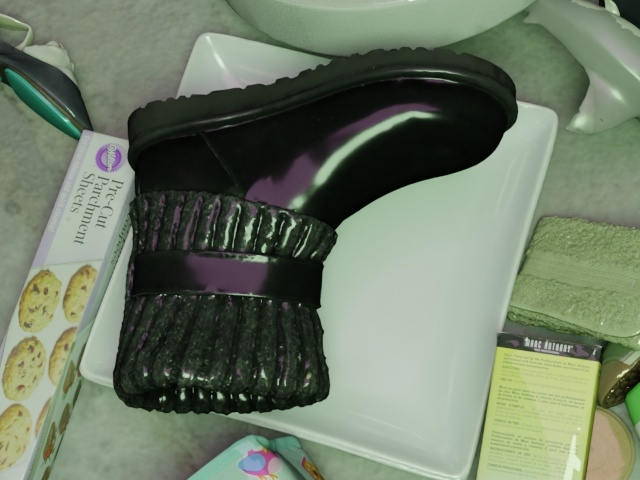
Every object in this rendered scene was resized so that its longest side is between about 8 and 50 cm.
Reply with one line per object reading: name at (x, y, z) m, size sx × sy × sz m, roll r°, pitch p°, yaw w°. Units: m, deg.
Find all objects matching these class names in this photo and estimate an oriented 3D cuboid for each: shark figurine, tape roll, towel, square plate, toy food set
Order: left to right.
square plate at (0.004, 0.006, 1.119) m, size 0.344 × 0.049 × 0.347 m, roll 14°, pitch 72°, yaw 10°
tape roll at (0.066, -0.341, 1.172) m, size 0.392 × 0.072 × 0.392 m, roll -7°, pitch 58°, yaw 11°
shark figurine at (0.228, -0.148, 1.095) m, size 0.278 × 0.166 × 0.116 m, roll 36°, pitch 82°, yaw 16°
toy food set at (0.220, 0.176, 1.056) m, size 0.083 × 0.020 × 0.082 m, roll 35°, pitch 77°, yaw 15°
towel at (0.229, 0.031, 1.068) m, size 0.148 × 0.027 × 0.110 m, roll 12°, pitch 67°, yaw 43°

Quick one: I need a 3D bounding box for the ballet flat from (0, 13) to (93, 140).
ballet flat at (-0.282, -0.169, 1.195) m, size 0.203 × 0.074 × 0.074 m, roll 31°, pitch 76°, yaw 16°

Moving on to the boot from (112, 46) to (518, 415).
boot at (0.000, 0.002, 1.022) m, size 0.348 × 0.131 × 0.260 m, roll -11°, pitch 63°, yaw 12°

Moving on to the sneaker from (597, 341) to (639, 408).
sneaker at (0.285, 0.053, 1.077) m, size 0.192 × 0.064 × 0.086 m, roll -40°, pitch 57°, yaw -4°

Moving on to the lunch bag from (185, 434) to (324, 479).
lunch bag at (-0.079, 0.307, 0.966) m, size 0.262 × 0.160 × 0.223 m, roll -35°, pitch 75°, yaw 4°

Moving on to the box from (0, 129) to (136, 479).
box at (-0.227, 0.062, 1.110) m, size 0.067 × 0.063 × 0.324 m, roll 15°, pitch 73°, yaw 9°

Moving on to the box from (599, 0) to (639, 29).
box at (0.421, -0.302, 1.052) m, size 0.343 × 0.312 × 0.178 m, roll 4°, pitch 71°, yaw 6°

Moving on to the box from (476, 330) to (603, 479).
box at (0.168, 0.193, 1.008) m, size 0.087 × 0.058 × 0.232 m, roll 6°, pitch 81°, yaw 17°

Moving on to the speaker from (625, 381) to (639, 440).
speaker at (0.365, 0.217, 0.974) m, size 0.131 × 0.131 × 0.296 m, roll -30°, pitch 71°, yaw -6°
